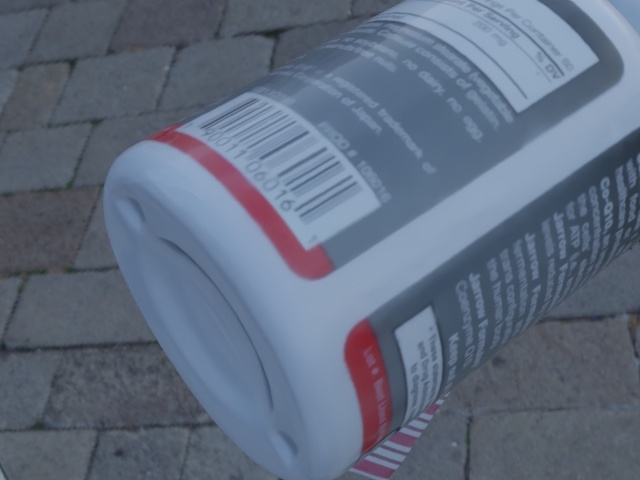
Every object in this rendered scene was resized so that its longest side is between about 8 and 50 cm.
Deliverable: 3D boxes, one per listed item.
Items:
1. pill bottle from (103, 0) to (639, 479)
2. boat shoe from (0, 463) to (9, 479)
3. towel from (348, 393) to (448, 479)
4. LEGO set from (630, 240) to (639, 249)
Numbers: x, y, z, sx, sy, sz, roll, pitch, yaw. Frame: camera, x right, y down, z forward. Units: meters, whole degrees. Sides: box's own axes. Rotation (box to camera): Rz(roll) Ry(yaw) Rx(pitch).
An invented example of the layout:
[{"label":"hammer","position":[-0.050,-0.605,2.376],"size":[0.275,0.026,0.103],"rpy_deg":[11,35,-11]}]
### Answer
[{"label":"pill bottle","position":[0.059,-0.031,0.446],"size":[0.283,0.161,0.161],"rpy_deg":[-32,45,-25]},{"label":"boat shoe","position":[-0.254,0.120,0.580],"size":[0.116,0.099,0.320],"rpy_deg":[-35,85,3]},{"label":"towel","position":[0.069,0.202,1.167],"size":[0.197,0.144,0.029],"rpy_deg":[-59,21,15]},{"label":"LEGO set","position":[0.405,-0.012,1.239],"size":[0.054,0.083,0.023],"rpy_deg":[23,27,-4]}]
